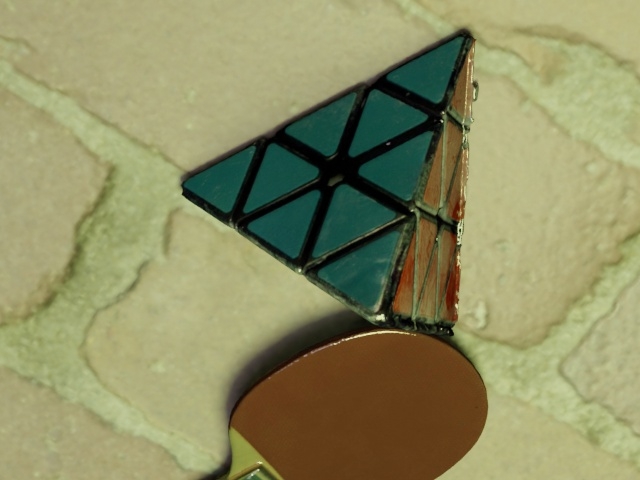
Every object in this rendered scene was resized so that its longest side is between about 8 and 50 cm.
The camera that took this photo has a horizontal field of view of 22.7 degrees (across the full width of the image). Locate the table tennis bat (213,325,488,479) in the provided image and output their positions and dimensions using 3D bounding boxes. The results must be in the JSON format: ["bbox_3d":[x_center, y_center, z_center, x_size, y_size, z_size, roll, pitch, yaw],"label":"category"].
[{"bbox_3d":[-0.013,0.148,1.100,0.274,0.021,0.154,-31,123,16],"label":"table tennis bat"}]

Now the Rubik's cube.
[{"bbox_3d":[0.000,0.000,1.017,0.178,0.211,0.190,9,143,19],"label":"Rubik's cube"}]
